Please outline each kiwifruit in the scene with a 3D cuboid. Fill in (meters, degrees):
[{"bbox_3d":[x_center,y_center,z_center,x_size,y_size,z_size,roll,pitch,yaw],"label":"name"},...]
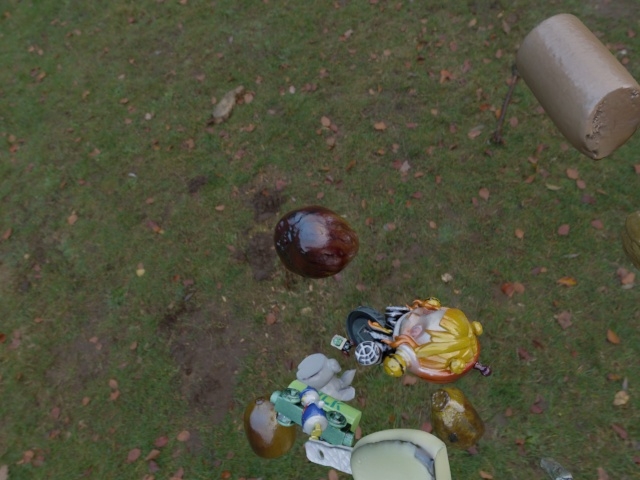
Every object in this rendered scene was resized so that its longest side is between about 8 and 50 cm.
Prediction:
[{"bbox_3d":[-0.196,0.704,1.552,0.196,0.196,0.233,-21,98,-1],"label":"kiwifruit"}]

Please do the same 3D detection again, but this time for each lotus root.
[{"bbox_3d":[0.496,0.664,1.519,0.193,0.291,0.193,-22,36,17],"label":"lotus root"}]

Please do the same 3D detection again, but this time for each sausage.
[{"bbox_3d":[0.435,-0.264,0.687,0.123,0.123,0.252,-12,54,4],"label":"sausage"}]

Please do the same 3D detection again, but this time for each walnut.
[{"bbox_3d":[0.669,0.012,0.758,0.156,0.155,0.184,-22,63,-1],"label":"walnut"}]

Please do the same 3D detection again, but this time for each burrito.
[{"bbox_3d":[0.724,0.708,1.247,0.051,0.171,0.042,-28,79,5],"label":"burrito"}]

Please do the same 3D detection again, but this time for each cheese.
[{"bbox_3d":[0.072,0.337,0.609,0.252,0.054,0.127,-10,87,41],"label":"cheese"}]

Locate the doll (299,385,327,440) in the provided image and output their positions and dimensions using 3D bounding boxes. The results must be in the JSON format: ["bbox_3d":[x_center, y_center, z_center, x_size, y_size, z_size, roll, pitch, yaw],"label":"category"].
[{"bbox_3d":[-0.018,0.384,0.918,0.058,0.098,0.143,19,23,-17],"label":"doll"}]

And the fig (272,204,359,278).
[{"bbox_3d":[-0.010,0.004,1.207,0.263,0.224,0.223,15,64,-7],"label":"fig"}]

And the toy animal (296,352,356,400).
[{"bbox_3d":[0.021,0.489,1.422,0.179,0.193,0.127,-35,20,14],"label":"toy animal"}]

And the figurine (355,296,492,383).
[{"bbox_3d":[0.288,0.282,1.119,0.323,0.196,0.320,-6,24,42],"label":"figurine"}]

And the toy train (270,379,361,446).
[{"bbox_3d":[-0.008,0.468,1.116,0.253,0.157,0.105,18,101,24],"label":"toy train"}]

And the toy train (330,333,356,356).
[{"bbox_3d":[0.077,0.363,1.417,0.087,0.138,0.050,29,76,12],"label":"toy train"}]

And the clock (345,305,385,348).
[{"bbox_3d":[0.195,0.361,1.580,0.049,0.226,0.226,-29,56,-37],"label":"clock"}]
